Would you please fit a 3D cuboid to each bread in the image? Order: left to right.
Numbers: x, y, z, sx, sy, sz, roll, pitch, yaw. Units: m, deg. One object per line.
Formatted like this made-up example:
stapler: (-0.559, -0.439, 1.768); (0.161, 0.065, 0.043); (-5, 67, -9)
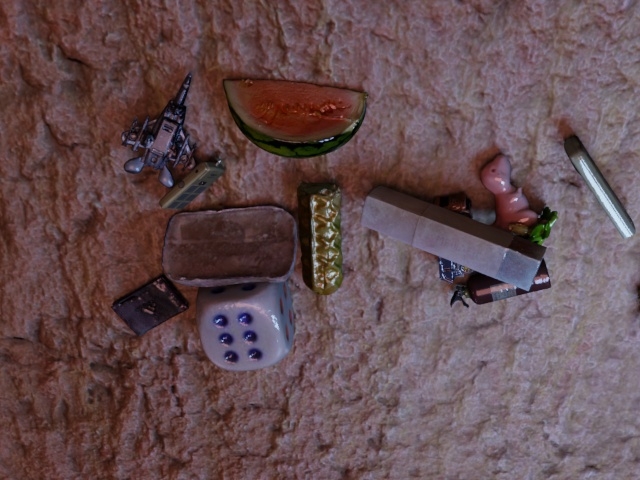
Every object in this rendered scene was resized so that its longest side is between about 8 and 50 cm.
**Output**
bread: (0.001, 0.000, 1.599); (0.098, 0.087, 0.270); (0, 116, 5)

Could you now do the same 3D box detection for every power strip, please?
power strip: (-0.276, -0.122, 1.573); (0.169, 0.076, 0.028); (-38, 74, 22)

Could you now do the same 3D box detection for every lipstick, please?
lipstick: (0.266, -0.011, 1.471); (0.371, 0.080, 0.076); (23, 122, 18)

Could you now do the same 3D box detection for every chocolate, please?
chocolate: (-0.196, 0.024, 1.596); (0.303, 0.185, 0.100); (-4, 147, 11)

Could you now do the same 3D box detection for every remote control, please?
remote control: (0.577, -0.111, 1.485); (0.038, 0.098, 0.233); (-32, 109, 25)

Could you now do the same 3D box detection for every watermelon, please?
watermelon: (-0.061, -0.231, 1.468); (0.303, 0.128, 0.159); (7, 116, 2)

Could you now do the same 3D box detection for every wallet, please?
wallet: (-0.415, 0.159, 1.749); (0.165, 0.030, 0.111); (-28, 115, 19)

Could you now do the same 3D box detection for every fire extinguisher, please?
fire extinguisher: (0.402, 0.108, 1.631); (0.231, 0.071, 0.099); (-17, 141, 14)

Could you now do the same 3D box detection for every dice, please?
dice: (-0.169, 0.172, 1.642); (0.194, 0.192, 0.193); (-6, 117, 6)

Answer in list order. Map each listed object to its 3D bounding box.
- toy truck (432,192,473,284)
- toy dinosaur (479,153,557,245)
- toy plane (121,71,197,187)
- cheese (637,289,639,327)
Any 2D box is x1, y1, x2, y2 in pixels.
toy truck: (0.288, -0.005, 1.572); (0.092, 0.083, 0.192); (-2, 117, 12)
toy dinosaur: (0.395, -0.061, 1.507); (0.177, 0.152, 0.194); (26, 109, 1)
toy plane: (-0.319, -0.238, 1.516); (0.169, 0.078, 0.246); (23, 115, -16)
cheese: (0.785, 0.109, 1.579); (0.175, 0.091, 0.203); (-11, 113, 11)
